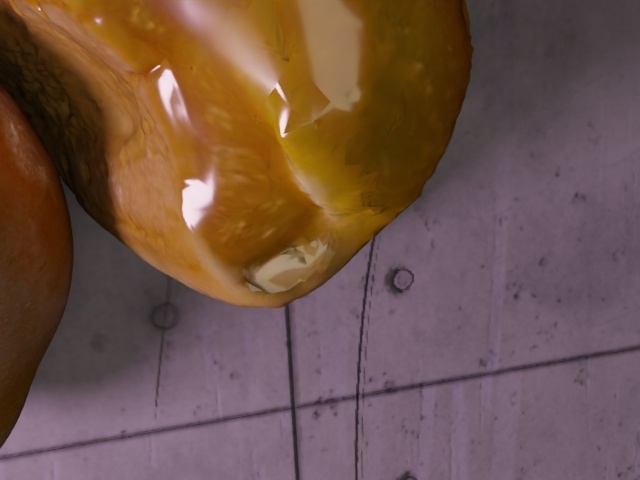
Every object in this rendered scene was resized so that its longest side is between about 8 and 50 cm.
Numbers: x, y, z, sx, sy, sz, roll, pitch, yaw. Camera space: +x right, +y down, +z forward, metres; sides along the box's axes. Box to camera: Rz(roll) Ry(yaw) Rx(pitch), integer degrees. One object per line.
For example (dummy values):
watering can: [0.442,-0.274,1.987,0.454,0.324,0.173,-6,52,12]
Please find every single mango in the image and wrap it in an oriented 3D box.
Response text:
mango: [-0.285,0.020,0.751,0.221,0.199,0.384,4,130,2]

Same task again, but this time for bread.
bread: [-0.068,-0.152,0.687,0.250,0.394,0.361,-37,112,-18]
